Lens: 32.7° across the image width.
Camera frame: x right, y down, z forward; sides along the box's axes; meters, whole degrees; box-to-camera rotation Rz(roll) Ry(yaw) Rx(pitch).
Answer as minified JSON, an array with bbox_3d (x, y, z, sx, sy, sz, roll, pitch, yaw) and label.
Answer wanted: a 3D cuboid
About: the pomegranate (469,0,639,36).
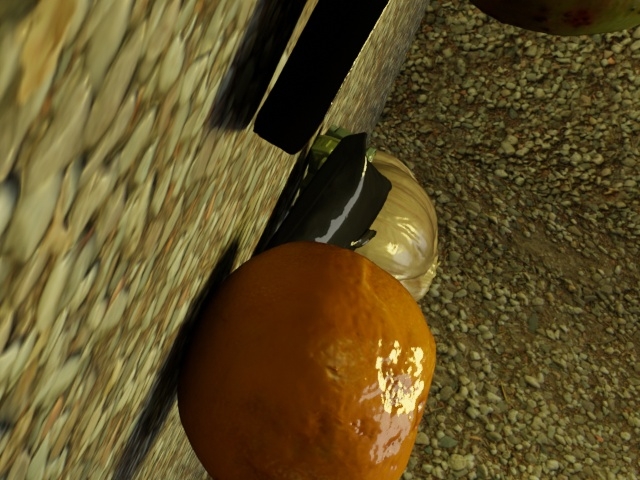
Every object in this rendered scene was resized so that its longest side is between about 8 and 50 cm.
[{"bbox_3d":[0.210,-0.316,0.910,0.323,0.290,0.291,-59,174,-76],"label":"pomegranate"}]

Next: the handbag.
[{"bbox_3d":[0.000,0.000,1.379,0.254,0.088,0.211,-53,161,-5],"label":"handbag"}]

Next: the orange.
[{"bbox_3d":[-0.014,0.129,1.047,0.261,0.261,0.261,25,90,-88],"label":"orange"}]

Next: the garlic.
[{"bbox_3d":[0.084,0.006,1.900,0.317,0.259,0.317,-62,-178,3],"label":"garlic"}]

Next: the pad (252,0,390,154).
[{"bbox_3d":[0.032,-0.179,0.697,0.267,0.004,0.181,-61,-162,4],"label":"pad"}]

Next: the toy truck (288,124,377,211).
[{"bbox_3d":[0.007,-0.072,1.476,0.100,0.077,0.169,-50,169,-41],"label":"toy truck"}]
